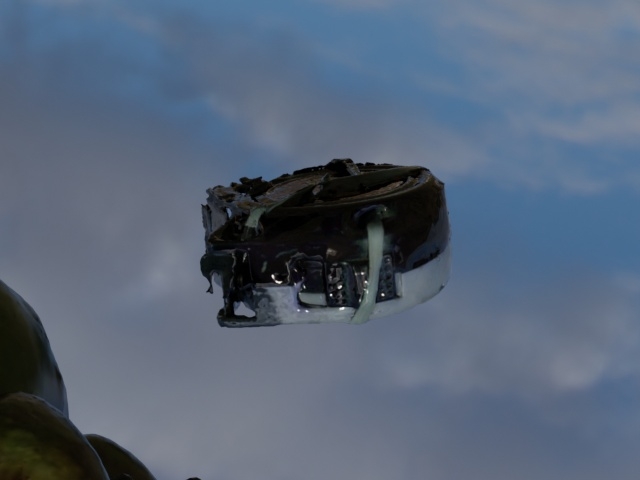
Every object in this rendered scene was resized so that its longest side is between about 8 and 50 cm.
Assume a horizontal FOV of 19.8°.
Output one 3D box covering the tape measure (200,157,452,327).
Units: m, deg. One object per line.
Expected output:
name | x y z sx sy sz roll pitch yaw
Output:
tape measure | 0.002 0.000 0.686 0.094 0.054 0.091 -7 -165 -2

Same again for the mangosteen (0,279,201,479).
mangosteen | -0.147 0.116 0.516 0.243 0.243 0.243 9 -157 -4
